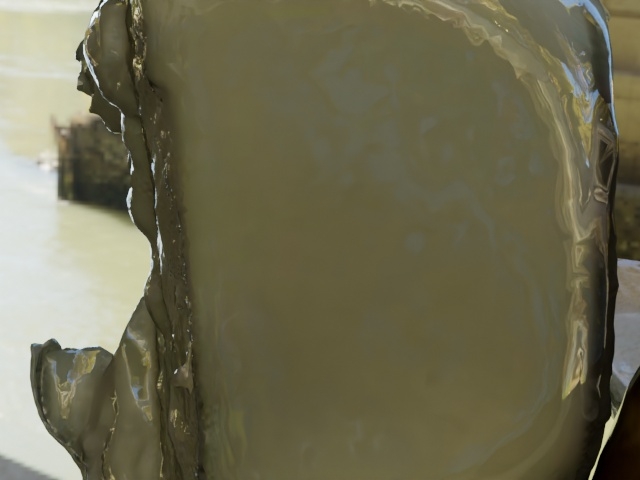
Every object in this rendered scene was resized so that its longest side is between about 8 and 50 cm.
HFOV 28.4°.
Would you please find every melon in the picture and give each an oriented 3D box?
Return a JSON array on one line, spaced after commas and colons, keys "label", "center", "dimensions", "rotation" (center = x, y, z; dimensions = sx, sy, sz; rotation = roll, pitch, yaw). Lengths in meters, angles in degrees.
[{"label": "melon", "center": [0.210, 0.056, 0.882], "dimensions": [0.093, 0.139, 0.202], "rotation": [-37, 2, 4]}]

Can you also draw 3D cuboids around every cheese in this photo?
[{"label": "cheese", "center": [0.000, 0.000, 0.485], "dimensions": [0.233, 0.266, 0.127], "rotation": [-2, 5, -6]}]

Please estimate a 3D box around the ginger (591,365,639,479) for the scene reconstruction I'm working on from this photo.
[{"label": "ginger", "center": [0.187, 0.147, 0.489], "dimensions": [0.176, 0.418, 0.254], "rotation": [22, 17, 24]}]
